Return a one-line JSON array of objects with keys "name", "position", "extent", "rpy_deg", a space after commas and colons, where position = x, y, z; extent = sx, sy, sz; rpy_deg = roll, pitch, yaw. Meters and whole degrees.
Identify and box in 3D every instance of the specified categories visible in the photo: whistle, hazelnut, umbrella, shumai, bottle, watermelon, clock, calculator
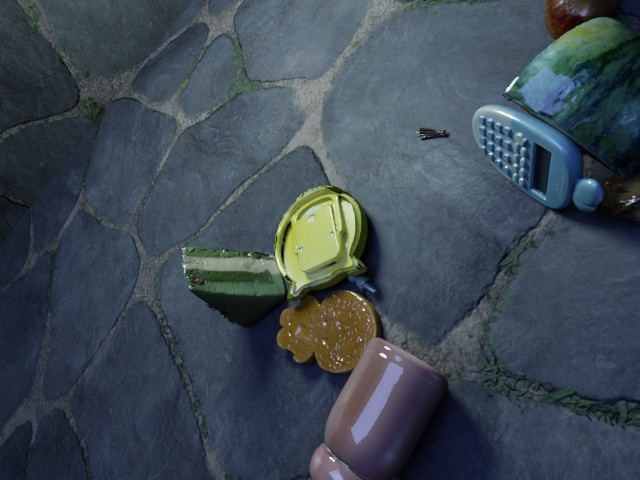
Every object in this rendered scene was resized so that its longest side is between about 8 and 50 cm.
[{"name": "whistle", "position": [0.099, 0.099, 1.052], "extent": [0.100, 0.035, 0.035], "rpy_deg": [36, 96, 38]}, {"name": "hazelnut", "position": [0.532, -0.494, 0.900], "extent": [0.143, 0.143, 0.154], "rpy_deg": [21, 102, 40]}, {"name": "umbrella", "position": [0.272, -0.266, 1.075], "extent": [0.083, 0.020, 0.031], "rpy_deg": [13, 81, 34]}, {"name": "shumai", "position": [0.551, -0.071, 0.753], "extent": [0.123, 0.139, 0.105], "rpy_deg": [-148, 52, -67]}, {"name": "bottle", "position": [0.104, 0.357, 0.848], "extent": [0.173, 0.206, 0.296], "rpy_deg": [29, 79, 6]}, {"name": "watermelon", "position": [0.507, -0.249, 0.806], "extent": [0.213, 0.201, 0.261], "rpy_deg": [-45, 79, 11]}, {"name": "clock", "position": [0.002, 0.000, 1.137], "extent": [0.277, 0.071, 0.293], "rpy_deg": [-20, 61, 30]}, {"name": "calculator", "position": [0.403, -0.156, 0.829], "extent": [0.042, 0.188, 0.302], "rpy_deg": [-37, 52, -5]}]

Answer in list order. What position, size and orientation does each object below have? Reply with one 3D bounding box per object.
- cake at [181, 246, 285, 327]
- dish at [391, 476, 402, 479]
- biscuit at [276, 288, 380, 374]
[{"name": "cake", "position": [-0.217, 0.092, 1.144], "extent": [0.172, 0.283, 0.158], "rpy_deg": [-29, 57, 5]}, {"name": "dish", "position": [0.073, 0.610, 0.830], "extent": [0.317, 0.106, 0.316], "rpy_deg": [-14, 64, 32]}, {"name": "biscuit", "position": [0.015, 0.222, 1.062], "extent": [0.289, 0.044, 0.201], "rpy_deg": [-11, 66, 35]}]
